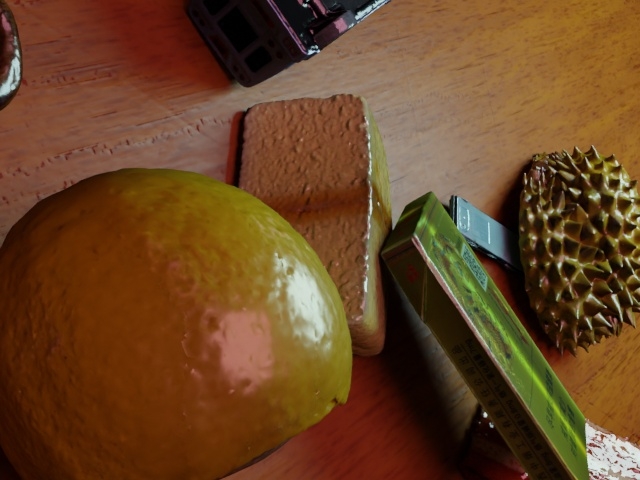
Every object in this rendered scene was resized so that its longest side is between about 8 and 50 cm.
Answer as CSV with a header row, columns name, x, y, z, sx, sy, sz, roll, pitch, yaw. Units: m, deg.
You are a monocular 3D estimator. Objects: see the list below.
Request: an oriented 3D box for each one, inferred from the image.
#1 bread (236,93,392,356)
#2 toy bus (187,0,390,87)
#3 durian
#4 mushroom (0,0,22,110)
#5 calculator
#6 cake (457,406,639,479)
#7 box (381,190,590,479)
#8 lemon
name,x,y,z,sx,sy,sz,roll,pitch,yaw
bread,0.000,0.000,0.876,0.178,0.135,0.240,59,31,-65
toy bus,0.007,-0.271,0.896,0.125,0.133,0.292,54,48,-11
durian,0.320,0.014,1.126,0.187,0.154,0.260,-25,91,-31
mushroom,-0.271,-0.138,0.630,0.123,0.052,0.123,20,57,-35
calculator,0.211,-0.001,1.093,0.172,0.018,0.057,25,62,-40
cake,0.275,0.292,1.043,0.262,0.159,0.158,27,52,5
box,0.172,0.105,0.897,0.311,0.043,0.173,55,20,-7
lemon,-0.111,0.058,0.598,0.240,0.240,0.219,-22,80,-47
